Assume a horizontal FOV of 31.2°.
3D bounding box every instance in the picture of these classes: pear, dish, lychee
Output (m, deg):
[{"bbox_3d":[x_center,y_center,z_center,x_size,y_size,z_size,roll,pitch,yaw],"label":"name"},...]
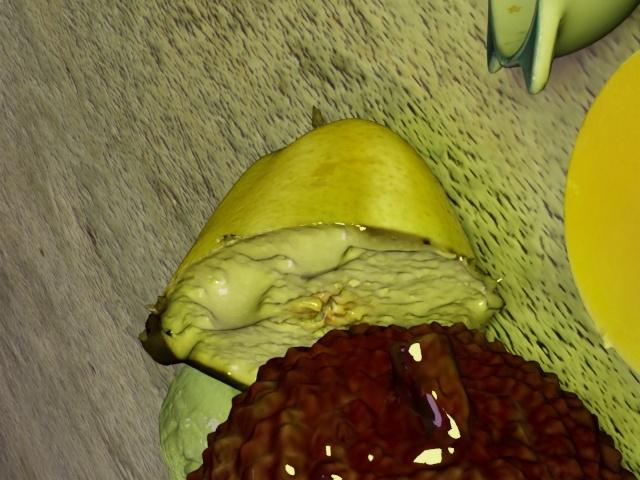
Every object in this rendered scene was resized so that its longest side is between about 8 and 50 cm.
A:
[{"bbox_3d":[0.003,-0.001,0.866,0.267,0.267,0.178,121,155,-51],"label":"pear"},{"bbox_3d":[0.143,-0.178,0.597,0.236,0.086,0.227,-87,0,-54],"label":"dish"},{"bbox_3d":[0.062,0.205,0.753,0.306,0.306,0.330,37,135,42],"label":"lychee"}]

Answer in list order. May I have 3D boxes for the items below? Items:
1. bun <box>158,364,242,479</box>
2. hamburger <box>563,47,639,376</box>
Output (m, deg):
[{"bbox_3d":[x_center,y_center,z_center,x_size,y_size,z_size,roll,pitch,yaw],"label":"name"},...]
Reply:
[{"bbox_3d":[-0.091,0.212,1.161,0.221,0.108,0.221,31,130,46],"label":"bun"},{"bbox_3d":[0.249,0.008,0.508,0.295,0.151,0.227,49,136,38],"label":"hamburger"}]
